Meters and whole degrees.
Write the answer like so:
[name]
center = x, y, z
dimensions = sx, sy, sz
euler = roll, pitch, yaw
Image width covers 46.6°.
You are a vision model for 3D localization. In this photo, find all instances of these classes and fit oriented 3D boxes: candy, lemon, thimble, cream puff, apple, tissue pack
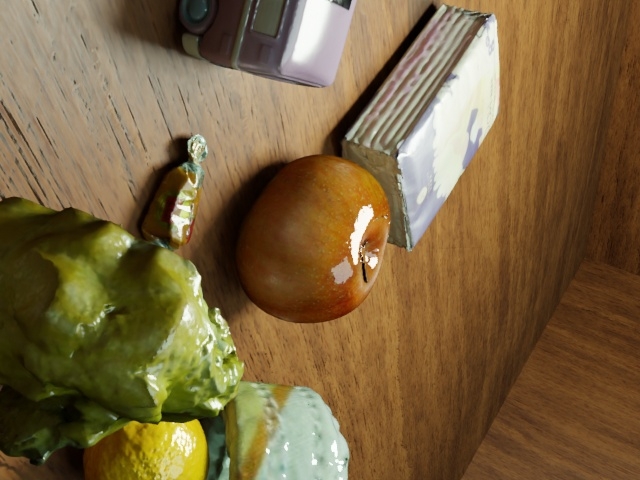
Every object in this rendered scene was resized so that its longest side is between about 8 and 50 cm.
[candy]
center = -0.160, -0.030, 0.817
dimensions = 0.053, 0.046, 0.182
euler = 26, 85, -64
[lemon]
center = -0.197, 0.254, 0.859
dimensions = 0.142, 0.142, 0.187
euler = -52, 148, -27
[thimble]
center = -0.076, 0.314, 0.959
dimensions = 0.288, 0.167, 0.254
euler = -167, -94, -74
[cream puff]
center = -0.195, 0.096, 0.613
dimensions = 0.185, 0.281, 0.282
euler = -64, 153, -24
[apple]
center = 0.000, 0.000, 0.987
dimensions = 0.235, 0.173, 0.210
euler = -65, 153, -8
[tissue pack]
center = 0.176, -0.187, 1.213
dimensions = 0.344, 0.125, 0.242
euler = -54, 150, -25

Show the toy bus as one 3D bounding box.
[toy bus]
center = -0.040, -0.265, 0.755
dimensions = 0.142, 0.142, 0.203
euler = -6, 115, -59
